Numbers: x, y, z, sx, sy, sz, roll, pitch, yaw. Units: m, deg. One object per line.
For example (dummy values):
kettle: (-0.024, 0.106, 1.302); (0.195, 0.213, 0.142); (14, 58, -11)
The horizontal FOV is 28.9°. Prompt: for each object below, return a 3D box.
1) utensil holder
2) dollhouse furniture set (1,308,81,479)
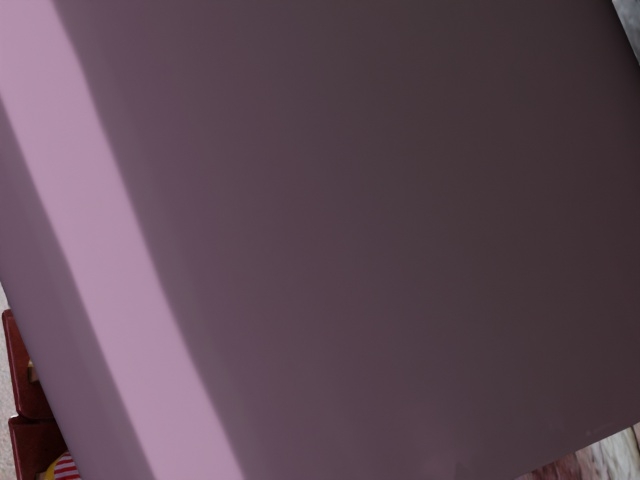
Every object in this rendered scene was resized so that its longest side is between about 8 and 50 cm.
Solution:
utensil holder: (-0.015, -0.069, 0.594); (0.327, 0.328, 0.385); (126, 122, -75)
dollhouse furniture set: (-0.011, 0.100, 0.865); (0.201, 0.374, 0.152); (-24, 70, 53)
